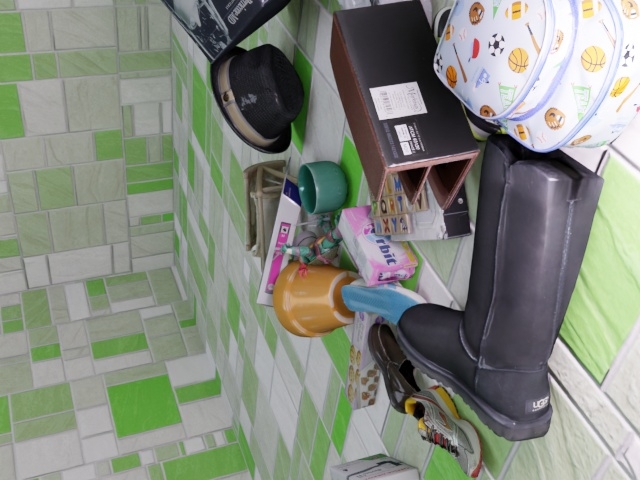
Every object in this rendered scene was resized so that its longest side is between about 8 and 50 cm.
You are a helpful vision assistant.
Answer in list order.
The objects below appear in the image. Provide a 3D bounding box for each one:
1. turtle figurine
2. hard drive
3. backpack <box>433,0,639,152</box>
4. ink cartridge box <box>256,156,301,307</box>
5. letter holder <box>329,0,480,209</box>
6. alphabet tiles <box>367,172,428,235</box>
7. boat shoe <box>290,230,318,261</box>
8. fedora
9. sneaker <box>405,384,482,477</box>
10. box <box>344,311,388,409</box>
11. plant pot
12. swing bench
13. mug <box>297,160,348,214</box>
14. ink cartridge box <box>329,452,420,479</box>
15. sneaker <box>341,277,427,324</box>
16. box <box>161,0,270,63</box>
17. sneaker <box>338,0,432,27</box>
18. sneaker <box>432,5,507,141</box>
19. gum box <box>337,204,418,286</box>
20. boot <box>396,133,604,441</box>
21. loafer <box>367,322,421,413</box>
[{"bbox_3d":[0.000,0.000,1.799,0.234,0.175,0.118,-30,102,38],"label":"turtle figurine"},{"bbox_3d":[0.183,-0.168,1.443,0.237,0.064,0.339,-179,80,-69],"label":"hard drive"},{"bbox_3d":[0.292,-0.246,0.943,0.263,0.213,0.277,52,144,33],"label":"backpack"},{"bbox_3d":[-0.101,-0.023,1.976,0.176,0.069,0.371,-90,11,-72],"label":"ink cartridge box"},{"bbox_3d":[0.120,-0.207,1.243,0.214,0.151,0.302,101,156,-65],"label":"letter holder"},{"bbox_3d":[0.145,-0.110,1.468,0.237,0.009,0.198,177,84,-70],"label":"alphabet tiles"},{"bbox_3d":[-0.026,0.089,2.088,0.084,0.095,0.258,54,157,43],"label":"boat shoe"},{"bbox_3d":[-0.144,-0.407,2.012,0.152,0.334,0.334,-26,72,34],"label":"fedora"},{"bbox_3d":[0.245,0.388,1.484,0.225,0.092,0.088,-130,36,-52],"label":"sneaker"},{"bbox_3d":[0.112,0.280,1.826,0.067,0.063,0.324,-125,32,-47],"label":"box"},{"bbox_3d":[0.015,0.144,1.863,0.188,0.205,0.205,-6,94,54],"label":"plant pot"},{"bbox_3d":[-0.141,-0.076,2.191,0.254,0.165,0.253,-136,41,-58],"label":"swing bench"},{"bbox_3d":[0.006,-0.143,1.867,0.129,0.097,0.158,101,152,-45],"label":"mug"},{"bbox_3d":[0.131,0.586,1.787,0.208,0.153,0.087,165,96,-68],"label":"ink cartridge box"},{"bbox_3d":[0.152,0.120,1.621,0.228,0.092,0.088,14,121,46],"label":"sneaker"},{"bbox_3d":[-0.248,-0.737,1.733,0.472,0.297,0.480,49,162,-12],"label":"box"},{"bbox_3d":[0.108,-0.534,1.365,0.210,0.137,0.366,-138,39,-55],"label":"sneaker"},{"bbox_3d":[0.255,-0.272,1.190,0.235,0.084,0.097,70,160,-1],"label":"sneaker"},{"bbox_3d":[0.124,0.010,1.611,0.062,0.107,0.188,104,149,-47],"label":"gum box"},{"bbox_3d":[0.262,0.041,1.204,0.367,0.146,0.445,37,136,51],"label":"boot"},{"bbox_3d":[0.176,0.274,1.664,0.078,0.080,0.220,-40,55,29],"label":"loafer"}]
